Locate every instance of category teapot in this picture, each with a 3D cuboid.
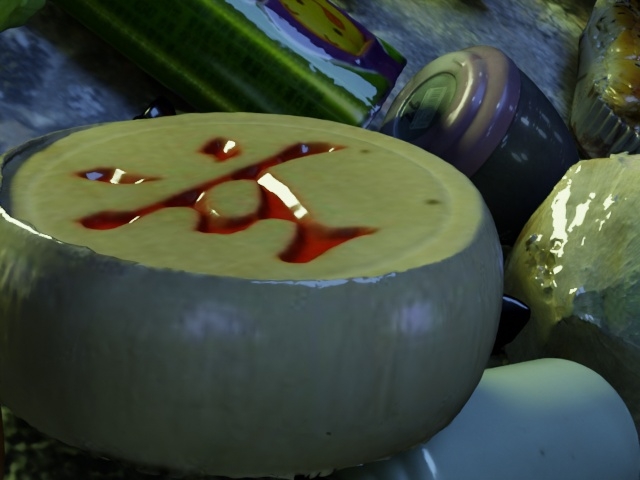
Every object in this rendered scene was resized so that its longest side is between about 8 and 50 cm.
[{"bbox_3d":[0.107,-0.045,1.240,0.146,0.148,0.116,36,65,-27],"label":"teapot"}]

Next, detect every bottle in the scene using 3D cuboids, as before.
[{"bbox_3d":[0.057,0.122,0.941,0.245,0.104,0.104,-6,53,-51],"label":"bottle"}]

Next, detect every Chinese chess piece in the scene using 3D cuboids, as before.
[{"bbox_3d":[-0.041,0.019,0.874,0.249,0.103,0.250,4,20,-2],"label":"Chinese chess piece"}]

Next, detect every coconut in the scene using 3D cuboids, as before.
[{"bbox_3d":[0.196,0.036,1.136,0.194,0.194,0.194,27,32,-19],"label":"coconut"}]

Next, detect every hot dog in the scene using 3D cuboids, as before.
[{"bbox_3d":[0.267,-0.120,1.515,0.144,0.075,0.268,31,29,-8],"label":"hot dog"}]

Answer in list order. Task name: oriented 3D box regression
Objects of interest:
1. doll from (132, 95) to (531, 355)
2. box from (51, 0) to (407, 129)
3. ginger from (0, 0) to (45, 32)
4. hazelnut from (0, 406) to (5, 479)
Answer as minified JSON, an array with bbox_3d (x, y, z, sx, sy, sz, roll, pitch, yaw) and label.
[{"bbox_3d":[-0.001,0.002,1.061,0.248,0.088,0.127,26,39,-8],"label":"doll"},{"bbox_3d":[-0.114,-0.168,1.151,0.345,0.097,0.134,37,22,-4],"label":"box"},{"bbox_3d":[-0.279,-0.197,1.023,0.290,0.089,0.137,27,54,-9],"label":"ginger"},{"bbox_3d":[-0.202,0.070,0.660,0.212,0.181,0.181,17,27,-49],"label":"hazelnut"}]
